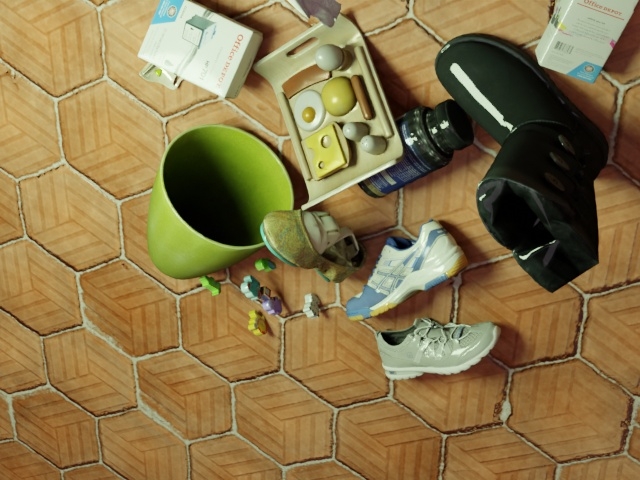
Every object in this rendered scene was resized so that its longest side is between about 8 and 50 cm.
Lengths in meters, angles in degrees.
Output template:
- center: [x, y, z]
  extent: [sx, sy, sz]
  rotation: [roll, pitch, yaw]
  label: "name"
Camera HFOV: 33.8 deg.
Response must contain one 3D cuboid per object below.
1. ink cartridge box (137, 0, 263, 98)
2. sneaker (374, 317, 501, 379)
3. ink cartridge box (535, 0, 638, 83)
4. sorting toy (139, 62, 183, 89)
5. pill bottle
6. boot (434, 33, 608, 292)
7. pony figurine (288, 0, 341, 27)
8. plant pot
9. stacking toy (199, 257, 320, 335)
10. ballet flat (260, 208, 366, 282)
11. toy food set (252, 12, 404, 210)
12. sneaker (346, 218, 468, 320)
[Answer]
- center: [-0.225, -0.368, 1.988]
  extent: [0.191, 0.082, 0.139]
  rotation: [26, 100, 9]
  label: "ink cartridge box"
- center: [0.233, 0.209, 2.160]
  extent: [0.281, 0.105, 0.115]
  rotation: [-19, 111, 30]
  label: "sneaker"
- center: [0.447, -0.365, 1.755]
  extent: [0.104, 0.061, 0.181]
  rotation: [17, 125, -9]
  label: "ink cartridge box"
- center: [-0.303, -0.338, 2.092]
  extent: [0.075, 0.045, 0.083]
  rotation: [43, 124, -16]
  label: "sorting toy"
- center: [0.168, -0.173, 1.952]
  extent: [0.219, 0.123, 0.123]
  rotation: [-25, 107, 31]
  label: "pill bottle"
- center: [0.305, -0.147, 1.716]
  extent: [0.367, 0.445, 0.146]
  rotation: [35, 125, -1]
  label: "boot"
- center: [-0.078, -0.552, 1.710]
  extent: [0.351, 0.303, 0.363]
  rotation: [32, 171, -33]
  label: "pony figurine"
- center: [-0.237, -0.043, 2.129]
  extent: [0.275, 0.275, 0.293]
  rotation: [39, 142, -4]
  label: "plant pot"
- center: [-0.126, 0.121, 2.231]
  extent: [0.167, 0.052, 0.221]
  rotation: [-20, 138, 29]
  label: "stacking toy"
- center: [0.000, 0.000, 2.027]
  extent: [0.123, 0.348, 0.123]
  rotation: [-6, 74, 21]
  label: "ballet flat"
- center: [0.006, -0.233, 1.934]
  extent: [0.220, 0.092, 0.306]
  rotation: [-27, 74, 31]
  label: "toy food set"
- center: [0.155, 0.059, 2.121]
  extent: [0.296, 0.112, 0.131]
  rotation: [-32, 86, 31]
  label: "sneaker"
